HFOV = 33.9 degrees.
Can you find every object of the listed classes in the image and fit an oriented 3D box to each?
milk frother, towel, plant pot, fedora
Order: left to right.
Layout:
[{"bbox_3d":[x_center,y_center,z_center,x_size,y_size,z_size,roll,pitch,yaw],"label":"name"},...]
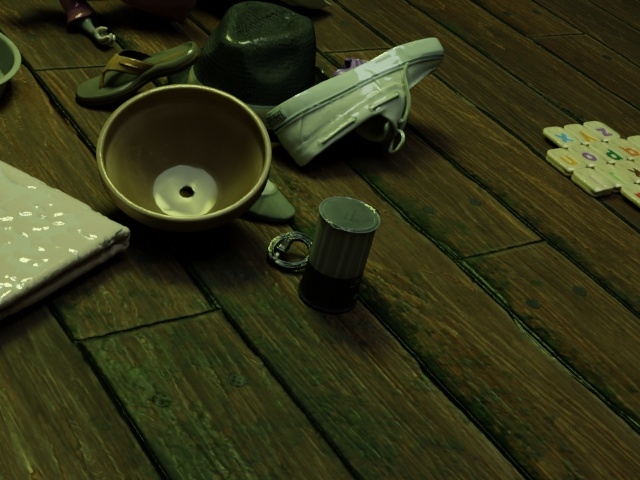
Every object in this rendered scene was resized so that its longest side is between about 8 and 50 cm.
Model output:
[{"bbox_3d":[-0.463,-0.010,1.319,0.332,0.053,0.317,27,35,19],"label":"towel"},{"bbox_3d":[-0.189,-0.096,1.471,0.237,0.110,0.237,3,58,-4],"label":"plant pot"},{"bbox_3d":[-0.109,-0.323,1.842,0.334,0.152,0.334,11,33,-7],"label":"fedora"},{"bbox_3d":[0.000,0.000,1.416,0.143,0.134,0.129,18,32,4],"label":"milk frother"}]

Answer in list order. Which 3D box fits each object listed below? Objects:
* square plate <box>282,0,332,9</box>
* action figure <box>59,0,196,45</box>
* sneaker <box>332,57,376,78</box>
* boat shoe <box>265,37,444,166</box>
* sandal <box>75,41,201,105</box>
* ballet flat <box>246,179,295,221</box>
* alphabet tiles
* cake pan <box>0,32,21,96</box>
[{"bbox_3d":[-0.187,-0.578,2.195,0.347,0.049,0.344,30,11,22],"label":"square plate"},{"bbox_3d":[-0.397,-0.520,1.934,0.370,0.248,0.276,1,35,-27],"label":"action figure"},{"bbox_3d":[0.084,-0.327,1.993,0.071,0.068,0.170,41,39,13],"label":"sneaker"},{"bbox_3d":[0.091,-0.217,1.769,0.367,0.136,0.156,-29,92,-33],"label":"boat shoe"},{"bbox_3d":[-0.304,-0.288,1.734,0.219,0.060,0.090,-22,35,-2],"label":"sandal"},{"bbox_3d":[-0.133,-0.093,1.563,0.213,0.068,0.072,23,33,11],"label":"ballet flat"},{"bbox_3d":[0.558,-0.141,1.962,0.284,0.021,0.278,-11,40,-35],"label":"alphabet tiles"},{"bbox_3d":[-0.624,-0.279,1.655,0.293,0.054,0.293,11,33,-7],"label":"cake pan"}]
